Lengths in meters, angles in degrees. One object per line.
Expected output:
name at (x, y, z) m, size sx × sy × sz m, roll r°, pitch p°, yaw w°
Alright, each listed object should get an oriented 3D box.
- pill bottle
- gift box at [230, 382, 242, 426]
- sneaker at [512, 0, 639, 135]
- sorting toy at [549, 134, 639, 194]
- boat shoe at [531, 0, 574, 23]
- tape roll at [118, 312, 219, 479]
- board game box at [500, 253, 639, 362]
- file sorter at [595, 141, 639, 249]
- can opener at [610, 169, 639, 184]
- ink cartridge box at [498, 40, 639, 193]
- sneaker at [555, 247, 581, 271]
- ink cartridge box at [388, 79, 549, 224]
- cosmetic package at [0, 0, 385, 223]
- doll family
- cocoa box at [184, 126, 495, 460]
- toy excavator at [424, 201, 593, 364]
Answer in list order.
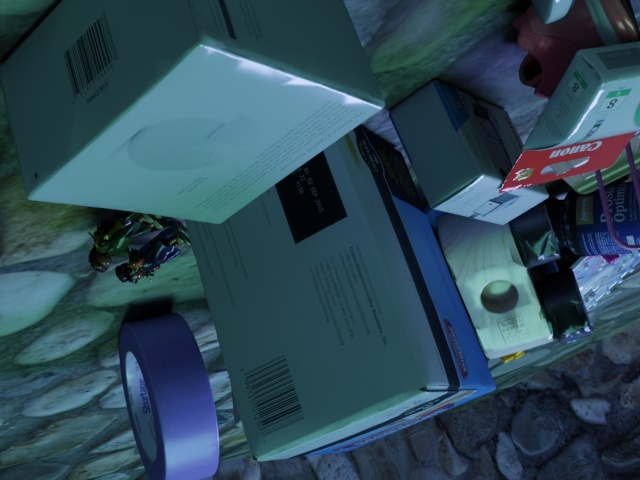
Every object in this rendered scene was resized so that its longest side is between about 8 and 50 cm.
pill bottle at (0.489, -0.035, 1.526) m, size 0.219 × 0.123 × 0.122 m, roll -5°, pitch 169°, yaw 30°
gift box at (0.001, 0.150, 1.451) m, size 0.276 × 0.255 × 0.258 m, roll -4°, pitch 158°, yaw -22°
sneaker at (0.303, -0.205, 1.042) m, size 0.136 × 0.116 × 0.314 m, roll -16°, pitch 155°, yaw 20°
sorting toy at (0.499, -0.180, 1.362) m, size 0.307 × 0.041 × 0.229 m, roll -28°, pitch 154°, yaw 21°
boat shoe at (0.224, -0.286, 0.753) m, size 0.088 × 0.096 × 0.267 m, roll -15°, pitch 152°, yaw 1°
tape roll at (-0.251, 0.260, 1.455) m, size 0.090 × 0.275 × 0.275 m, roll -12°, pitch 159°, yaw -23°
board game box at (0.585, 0.106, 1.918) m, size 0.390 × 0.050 × 0.390 m, roll -4°, pitch 140°, yaw -51°
file sorter at (0.512, -0.113, 1.142) m, size 0.182 × 0.202 × 0.290 m, roll -5°, pitch 167°, yaw -22°
can opener at (0.602, -0.085, 1.674) m, size 0.093 × 0.074 × 0.280 m, roll 9°, pitch 175°, yaw 32°
ink cartridge box at (0.316, -0.122, 0.980) m, size 0.181 × 0.056 × 0.225 m, roll -13°, pitch 147°, yaw -23°
sneaker at (0.500, 0.045, 1.874) m, size 0.271 × 0.100 × 0.108 m, roll -7°, pitch 148°, yaw -47°
ink cartridge box at (0.187, -0.104, 1.109) m, size 0.082 × 0.140 × 0.190 m, roll -35°, pitch 156°, yaw 31°
cosmetic package at (-0.109, -0.132, 0.768) m, size 0.224 × 0.138 × 0.224 m, roll -32°, pitch 155°, yaw 31°
doll family at (-0.231, 0.011, 1.115) m, size 0.111 × 0.076 × 0.193 m, roll -41°, pitch 153°, yaw 3°
cocoa box at (0.019, 0.061, 1.080) m, size 0.231 × 0.347 × 0.228 m, roll -28°, pitch 159°, yaw 23°
toy excavator at (0.313, 0.052, 1.518) m, size 0.222 × 0.433 × 0.445 m, roll -20°, pitch -156°, yaw 16°
